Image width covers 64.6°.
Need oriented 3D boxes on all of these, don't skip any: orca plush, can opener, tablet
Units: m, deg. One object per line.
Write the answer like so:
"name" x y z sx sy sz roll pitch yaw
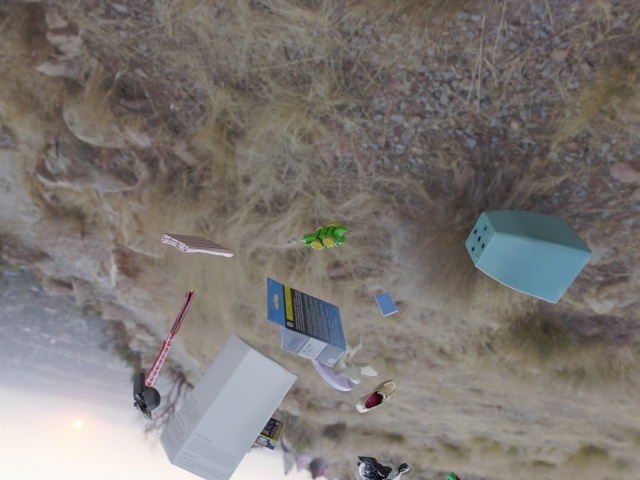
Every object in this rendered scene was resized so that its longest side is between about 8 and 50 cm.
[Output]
"orca plush" 0.174 0.673 1.417 0.151 0.102 0.287 1 152 6
"can opener" -0.590 0.526 1.744 0.076 0.095 0.283 59 169 -20
"tablet" 0.228 0.221 1.764 0.054 0.083 0.006 -20 144 -3

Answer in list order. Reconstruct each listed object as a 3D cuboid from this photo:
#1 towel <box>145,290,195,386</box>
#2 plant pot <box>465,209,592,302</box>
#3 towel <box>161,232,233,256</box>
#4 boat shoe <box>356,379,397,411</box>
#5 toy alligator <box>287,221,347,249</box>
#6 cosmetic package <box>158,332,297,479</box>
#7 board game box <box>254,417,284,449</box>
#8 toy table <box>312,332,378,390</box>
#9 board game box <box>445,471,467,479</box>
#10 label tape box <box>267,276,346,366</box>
"towel" -0.470 0.306 1.575 0.031 0.199 0.275 25 123 -11
"plant pot" 0.503 0.022 1.274 0.234 0.165 0.166 15 122 -12
"towel" -0.357 0.016 1.462 0.144 0.029 0.197 7 -172 -40
"boat shoe" 0.201 0.529 1.718 0.170 0.063 0.059 -28 176 -27
"toy alligator" 0.000 0.000 1.234 0.189 0.056 0.051 -15 132 41
"cosmetic package" -0.261 0.479 1.449 0.197 0.365 0.155 42 165 -28
"board game box" -0.238 0.799 2.131 0.141 0.048 0.170 23 -173 5
"toy table" 0.111 0.533 2.213 0.161 0.252 0.274 -33 129 28
"board game box" 0.252 0.832 1.406 0.050 0.390 0.390 39 160 30
"label tape box" -0.078 0.305 1.900 0.333 0.241 0.106 25 118 -22
